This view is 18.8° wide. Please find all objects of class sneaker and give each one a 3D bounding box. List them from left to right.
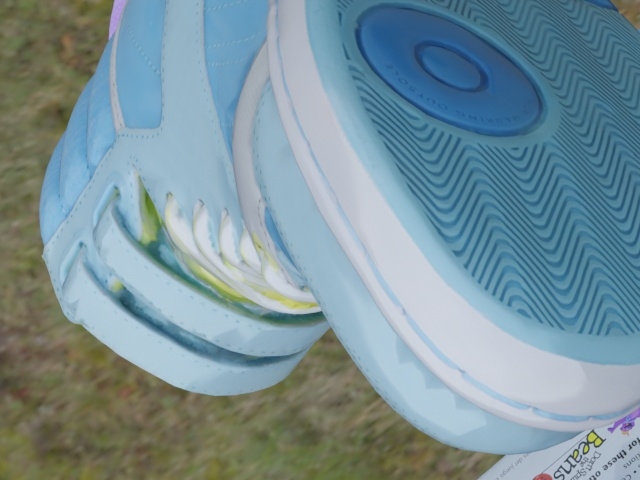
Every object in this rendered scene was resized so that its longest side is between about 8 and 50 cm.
[{"bbox_3d":[0.000,0.000,0.582,0.127,0.319,0.208,16,120,-21],"label":"sneaker"}]

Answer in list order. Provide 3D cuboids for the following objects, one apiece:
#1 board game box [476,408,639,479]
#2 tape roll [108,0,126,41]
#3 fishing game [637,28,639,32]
[{"bbox_3d":[0.180,0.188,0.730,0.144,0.142,0.275,-42,46,11],"label":"board game box"},{"bbox_3d":[0.009,-0.120,1.226,0.274,0.090,0.275,-3,73,10],"label":"tape roll"},{"bbox_3d":[0.300,-0.093,1.547,0.264,0.041,0.189,-1,81,-5],"label":"fishing game"}]
